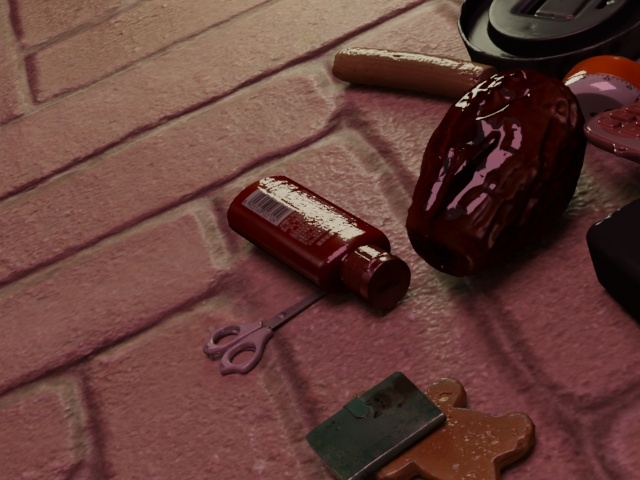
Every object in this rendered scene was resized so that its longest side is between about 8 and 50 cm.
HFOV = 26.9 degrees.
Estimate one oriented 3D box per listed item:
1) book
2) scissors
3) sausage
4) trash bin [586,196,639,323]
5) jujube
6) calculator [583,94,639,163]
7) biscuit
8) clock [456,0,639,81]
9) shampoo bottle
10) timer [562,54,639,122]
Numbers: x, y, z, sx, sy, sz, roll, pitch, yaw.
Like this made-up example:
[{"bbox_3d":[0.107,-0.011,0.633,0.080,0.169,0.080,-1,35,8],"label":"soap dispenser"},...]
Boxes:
[{"bbox_3d":[0.058,0.206,1.484,0.135,0.017,0.103,-34,38,-11],"label":"book"},{"bbox_3d":[-0.061,0.107,1.734,0.189,0.015,0.100,-31,38,-14],"label":"scissors"},{"bbox_3d":[0.139,-0.256,2.044,0.301,0.066,0.066,17,52,40],"label":"sausage"},{"bbox_3d":[0.419,0.038,1.473,0.165,0.115,0.225,-30,32,-7],"label":"trash bin"},{"bbox_3d":[0.218,-0.089,1.678,0.197,0.197,0.290,14,59,41],"label":"jujube"},{"bbox_3d":[0.477,-0.143,1.645,0.329,0.048,0.220,-18,30,-31],"label":"calculator"},{"bbox_3d":[0.121,0.216,1.475,0.234,0.030,0.153,13,48,40],"label":"biscuit"},{"bbox_3d":[0.369,-0.346,2.020,0.325,0.067,0.325,-15,38,12],"label":"clock"},{"bbox_3d":[0.000,0.000,1.779,0.118,0.076,0.314,-25,34,-26],"label":"shampoo bottle"},{"bbox_3d":[0.387,-0.204,1.802,0.136,0.099,0.136,-7,47,8],"label":"timer"}]
